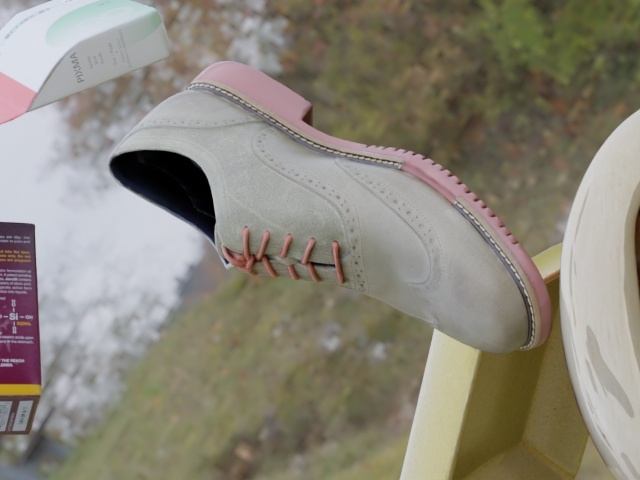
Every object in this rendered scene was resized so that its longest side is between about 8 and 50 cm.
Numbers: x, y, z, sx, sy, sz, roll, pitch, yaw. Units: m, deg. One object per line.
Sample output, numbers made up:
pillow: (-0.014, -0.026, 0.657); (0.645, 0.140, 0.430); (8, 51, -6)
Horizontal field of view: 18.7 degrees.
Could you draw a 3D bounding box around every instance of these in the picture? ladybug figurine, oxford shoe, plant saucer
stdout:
ladybug figurine: (0.359, 0.086, 1.823); (0.162, 0.305, 0.449); (122, 152, -66)
oxford shoe: (0.000, 0.000, 1.318); (0.130, 0.348, 0.123); (-35, -43, -31)
plant saucer: (0.189, 0.152, 1.983); (0.333, 0.081, 0.332); (-23, -48, -51)

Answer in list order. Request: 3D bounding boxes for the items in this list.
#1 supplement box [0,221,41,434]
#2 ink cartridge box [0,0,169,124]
supplement box: (-0.321, 0.086, 1.909); (0.104, 0.081, 0.188); (118, 150, -58)
ink cartridge box: (-0.274, -0.168, 1.809); (0.225, 0.056, 0.181); (-22, 23, -20)
